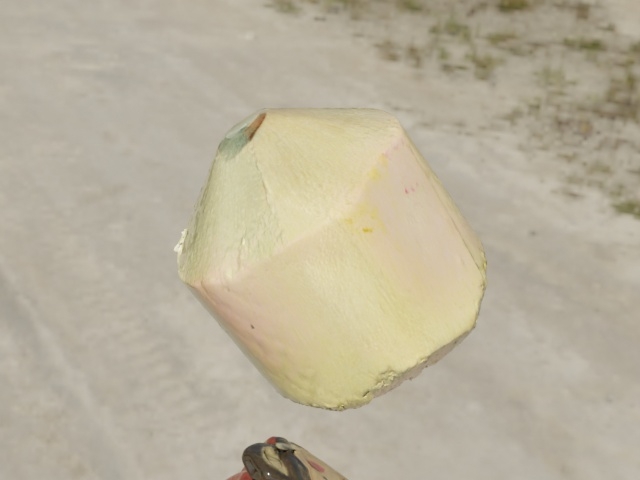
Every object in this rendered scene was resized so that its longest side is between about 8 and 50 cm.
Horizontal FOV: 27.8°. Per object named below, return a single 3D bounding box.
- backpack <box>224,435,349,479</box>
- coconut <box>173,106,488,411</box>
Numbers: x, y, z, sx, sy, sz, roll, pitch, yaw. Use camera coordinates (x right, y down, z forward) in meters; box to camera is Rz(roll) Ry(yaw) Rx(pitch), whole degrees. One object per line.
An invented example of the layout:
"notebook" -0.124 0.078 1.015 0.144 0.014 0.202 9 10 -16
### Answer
"backpack" -0.014 0.309 1.252 0.229 0.139 0.229 38 20 -17
"coconut" 0.000 0.000 0.689 0.147 0.153 0.147 -34 17 12
